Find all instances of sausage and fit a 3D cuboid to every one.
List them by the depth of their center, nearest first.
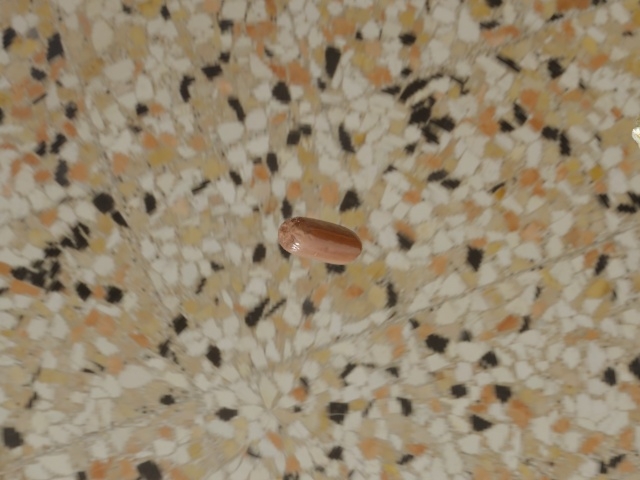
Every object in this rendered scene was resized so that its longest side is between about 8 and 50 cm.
[{"bbox_3d":[0.000,0.000,1.038,0.034,0.083,0.034,-9,75,37],"label":"sausage"}]

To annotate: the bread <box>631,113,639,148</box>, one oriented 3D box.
[{"bbox_3d":[0.312,-0.104,0.948,0.125,0.068,0.188,51,62,-29],"label":"bread"}]
